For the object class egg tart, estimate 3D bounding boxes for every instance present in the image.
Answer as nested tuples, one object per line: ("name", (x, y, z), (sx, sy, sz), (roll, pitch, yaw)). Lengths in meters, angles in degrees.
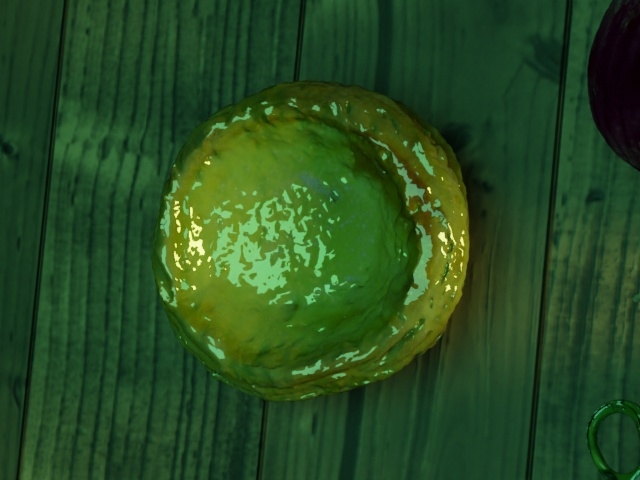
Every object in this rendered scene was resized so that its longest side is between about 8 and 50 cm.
("egg tart", (0.000, 0.000, 1.704), (0.294, 0.123, 0.294), (0, 89, 24))

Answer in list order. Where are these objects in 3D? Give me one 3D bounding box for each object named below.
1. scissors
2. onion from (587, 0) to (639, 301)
("scissors", (0.262, 0.221, 1.533), (0.101, 0.027, 0.204), (-11, 74, 25))
("onion", (0.337, -0.106, 1.506), (0.256, 0.230, 0.272), (-2, 77, 24))
